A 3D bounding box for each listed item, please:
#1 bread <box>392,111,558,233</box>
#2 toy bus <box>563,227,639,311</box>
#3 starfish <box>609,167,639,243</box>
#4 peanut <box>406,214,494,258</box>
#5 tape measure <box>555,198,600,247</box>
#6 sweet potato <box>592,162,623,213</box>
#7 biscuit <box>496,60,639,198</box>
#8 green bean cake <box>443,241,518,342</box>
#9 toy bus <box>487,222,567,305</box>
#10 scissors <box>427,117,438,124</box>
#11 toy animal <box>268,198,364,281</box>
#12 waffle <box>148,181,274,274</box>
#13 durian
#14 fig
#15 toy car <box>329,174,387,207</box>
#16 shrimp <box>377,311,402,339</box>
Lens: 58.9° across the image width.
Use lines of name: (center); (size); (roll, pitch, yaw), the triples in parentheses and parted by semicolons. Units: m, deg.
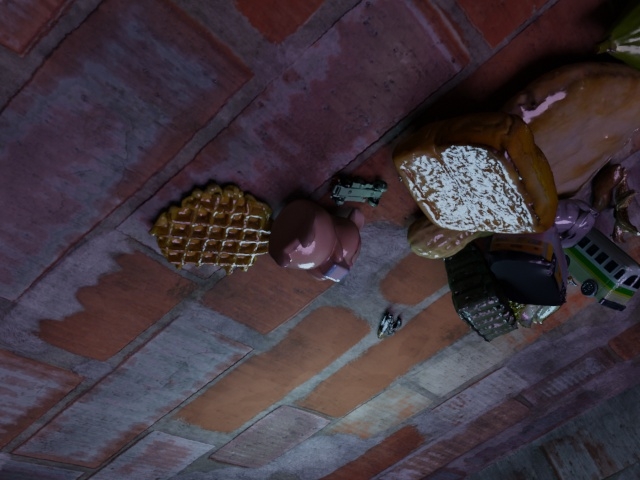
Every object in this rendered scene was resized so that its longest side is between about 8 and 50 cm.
bread: (0.358, -0.157, 1.323); (0.328, 0.148, 0.337); (1, 143, 46)
toy bus: (0.844, 0.070, 1.740); (0.134, 0.276, 0.164); (17, 119, -33)
starfish: (0.896, -0.091, 1.669); (0.062, 0.277, 0.235); (3, 109, 20)
peanut: (0.384, -0.045, 1.556); (0.306, 0.147, 0.147); (-27, 137, 0)
tape measure: (0.672, -0.050, 1.637); (0.197, 0.120, 0.236); (0, 161, 1)
sweet potato: (0.837, -0.148, 1.676); (0.065, 0.051, 0.218); (14, 146, 16)
biscuit: (0.592, -0.262, 1.420); (0.447, 0.103, 0.429); (-2, 144, -21)
green bean cake: (0.470, 0.143, 1.687); (0.132, 0.254, 0.241); (-29, 137, 22)
toy bus: (0.569, 0.047, 1.545); (0.171, 0.162, 0.386); (2, 159, 29)
scissors: (0.249, -0.251, 1.376); (0.113, 0.012, 0.039); (-40, 134, 20)
toy animal: (0.003, 0.002, 1.390); (0.195, 0.212, 0.256); (-44, 133, 17)
waffle: (-0.255, -0.014, 1.389); (0.301, 0.058, 0.281); (27, 120, -39)
durian: (0.726, 0.170, 1.892); (0.194, 0.137, 0.237); (27, 123, -35)
fig: (0.748, -0.464, 1.196); (0.314, 0.233, 0.233); (6, 131, -29)
toy car: (0.095, -0.126, 1.414); (0.143, 0.054, 0.073); (0, 135, -27)
shrimp: (0.234, 0.278, 1.894); (0.091, 0.034, 0.161); (-20, 145, -19)
